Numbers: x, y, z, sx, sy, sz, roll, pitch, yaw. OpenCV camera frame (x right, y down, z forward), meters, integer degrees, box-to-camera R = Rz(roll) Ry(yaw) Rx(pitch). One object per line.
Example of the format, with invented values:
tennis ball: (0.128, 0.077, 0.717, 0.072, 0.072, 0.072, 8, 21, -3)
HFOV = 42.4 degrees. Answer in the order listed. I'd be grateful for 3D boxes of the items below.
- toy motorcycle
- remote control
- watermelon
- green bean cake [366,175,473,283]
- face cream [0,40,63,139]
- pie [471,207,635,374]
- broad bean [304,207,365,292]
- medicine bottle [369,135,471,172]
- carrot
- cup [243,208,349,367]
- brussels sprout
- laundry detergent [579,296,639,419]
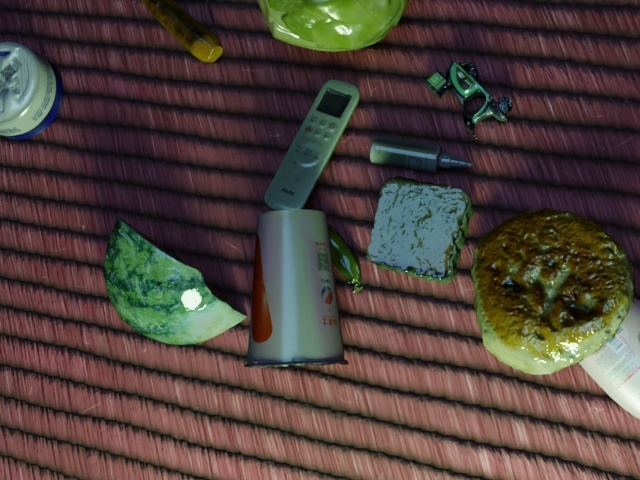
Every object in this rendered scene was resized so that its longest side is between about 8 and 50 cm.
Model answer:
toy motorcycle: (0.295, -0.282, 1.627, 0.100, 0.058, 0.173, -45, 71, 10)
remote control: (-0.013, -0.188, 1.672, 0.090, 0.038, 0.310, 23, 76, 20)
watermelon: (-0.298, 0.102, 1.658, 0.260, 0.256, 0.176, 33, 44, 25)
green bean cake: (0.192, -0.018, 1.581, 0.173, 0.094, 0.181, 12, 83, 17)
face cream: (-0.696, -0.340, 1.862, 0.205, 0.111, 0.206, -3, 77, 14)
pie: (0.401, 0.081, 1.463, 0.315, 0.092, 0.315, -17, 58, 29)
broad bean: (0.003, -0.003, 1.651, 0.254, 0.046, 0.065, 44, 105, 17)
medicine bottle: (0.199, -0.165, 1.628, 0.199, 0.057, 0.058, 12, 82, 15)
carrot: (-0.333, -0.503, 1.825, 0.066, 0.066, 0.314, -46, 72, 2)
cup: (-0.050, 0.094, 1.560, 0.203, 0.203, 0.289, -3, 82, 14)
brussels sprout: (0.033, -0.512, 1.631, 0.328, 0.247, 0.328, 2, 73, -6)
laundry detergent: (0.588, 0.243, 1.435, 0.159, 0.088, 0.335, -44, 74, 5)
